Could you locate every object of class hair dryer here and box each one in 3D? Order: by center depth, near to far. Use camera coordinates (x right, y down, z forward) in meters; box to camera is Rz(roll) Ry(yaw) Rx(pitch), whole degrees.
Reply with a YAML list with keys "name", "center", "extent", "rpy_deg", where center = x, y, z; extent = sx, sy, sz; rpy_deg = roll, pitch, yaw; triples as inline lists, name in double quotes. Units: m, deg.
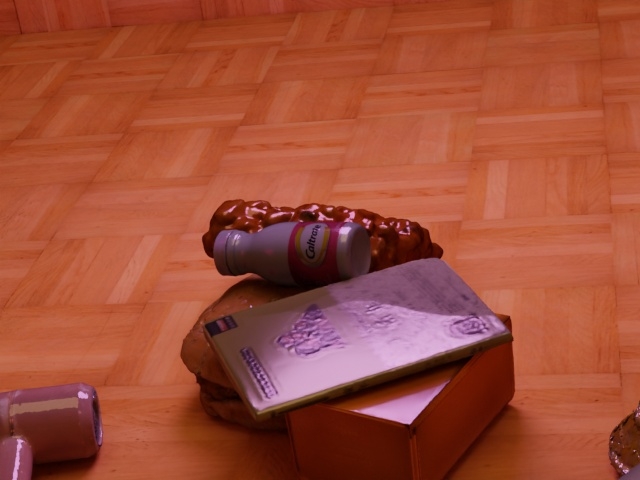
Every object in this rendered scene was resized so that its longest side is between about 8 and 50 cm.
- name: "hair dryer"
  center: [-0.384, 0.321, 1.830]
  extent: [0.189, 0.107, 0.344]
  rpy_deg: [-6, 35, -1]

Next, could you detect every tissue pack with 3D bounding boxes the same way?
- name: "tissue pack"
  center: [0.106, 0.204, 1.844]
  extent: [0.194, 0.145, 0.274]
  rpy_deg: [12, 32, 32]

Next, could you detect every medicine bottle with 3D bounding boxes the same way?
- name: "medicine bottle"
  center: [-0.042, 0.019, 2.010]
  extent: [0.216, 0.090, 0.090]
  rpy_deg: [0, 27, 25]

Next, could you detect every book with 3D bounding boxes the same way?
- name: "book"
  center: [0.046, 0.120, 1.837]
  extent: [0.352, 0.035, 0.239]
  rpy_deg: [-15, 29, -15]

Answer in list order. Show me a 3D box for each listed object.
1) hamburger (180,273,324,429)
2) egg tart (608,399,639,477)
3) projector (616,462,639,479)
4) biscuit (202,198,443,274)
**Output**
- name: "hamburger"
  center: [-0.052, 0.143, 2.016]
  extent: [0.259, 0.145, 0.283]
  rpy_deg: [0, 22, 22]
- name: "egg tart"
  center: [0.443, 0.242, 1.753]
  extent: [0.191, 0.074, 0.191]
  rpy_deg: [-8, 24, 4]
- name: "projector"
  center: [0.317, 0.326, 1.531]
  extent: [0.108, 0.108, 0.337]
  rpy_deg: [16, 28, 40]
- name: "biscuit"
  center: [0.000, 0.000, 2.212]
  extent: [0.312, 0.110, 0.318]
  rpy_deg: [7, -3, 27]
